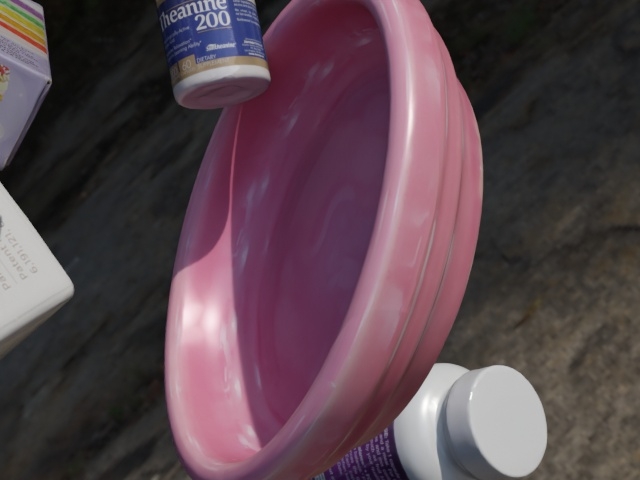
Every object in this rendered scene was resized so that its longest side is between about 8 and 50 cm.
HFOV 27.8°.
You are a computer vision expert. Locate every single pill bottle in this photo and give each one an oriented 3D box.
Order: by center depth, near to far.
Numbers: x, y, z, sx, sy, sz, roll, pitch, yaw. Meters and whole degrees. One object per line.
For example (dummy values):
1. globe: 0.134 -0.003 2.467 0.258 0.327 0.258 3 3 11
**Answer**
1. pill bottle: -0.077 -0.155 0.874 0.067 0.120 0.067 -12 -10 -2
2. pill bottle: 0.111 0.237 1.507 0.301 0.169 0.169 -24 27 47

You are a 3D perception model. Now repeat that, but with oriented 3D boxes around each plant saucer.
1. plant saucer: 0.000 0.000 0.811 0.332 0.084 0.332 -46 36 49

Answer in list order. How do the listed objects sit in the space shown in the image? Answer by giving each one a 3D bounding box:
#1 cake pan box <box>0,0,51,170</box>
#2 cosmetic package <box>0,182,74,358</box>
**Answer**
1. cake pan box: -0.294 -0.155 0.771 0.070 0.266 0.246 -60 19 9
2. cosmetic package: -0.479 0.055 0.981 0.329 0.327 0.393 -35 2 36
